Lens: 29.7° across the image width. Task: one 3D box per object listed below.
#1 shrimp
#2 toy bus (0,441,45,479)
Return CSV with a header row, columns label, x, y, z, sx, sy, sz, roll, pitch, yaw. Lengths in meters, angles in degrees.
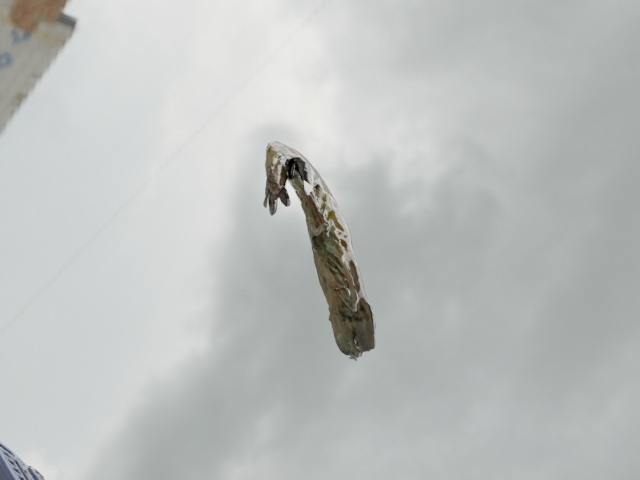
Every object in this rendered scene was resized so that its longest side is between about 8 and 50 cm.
label,x,y,z,sx,sy,sz,roll,pitch,yaw
shrimp,0.000,0.000,1.105,0.046,0.152,0.219,-23,-117,13
toy bus,-0.349,0.344,1.379,0.125,0.133,0.292,-41,-147,-12
